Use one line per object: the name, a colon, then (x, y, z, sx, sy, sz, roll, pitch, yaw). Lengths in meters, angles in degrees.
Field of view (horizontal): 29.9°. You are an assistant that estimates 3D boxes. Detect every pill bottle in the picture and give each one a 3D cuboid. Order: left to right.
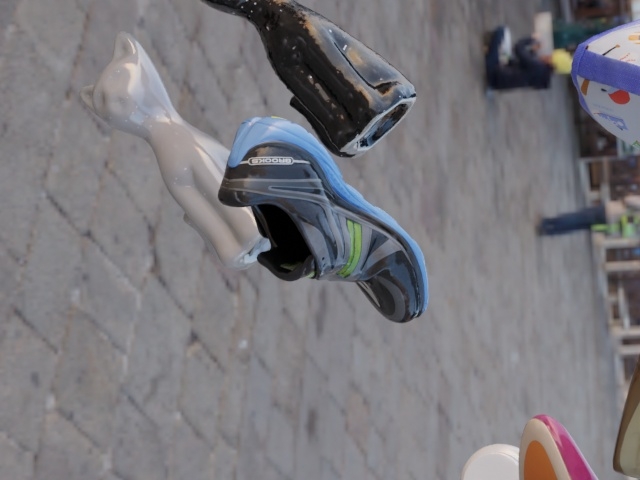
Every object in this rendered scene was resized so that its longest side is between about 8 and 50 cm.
pill bottle: (0.261, 0.349, 1.699, 0.208, 0.117, 0.118, 37, 52, -70)

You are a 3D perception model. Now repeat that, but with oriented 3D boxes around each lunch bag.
lunch bag: (0.588, -0.183, 1.704, 0.385, 0.328, 0.239, 13, 102, -35)

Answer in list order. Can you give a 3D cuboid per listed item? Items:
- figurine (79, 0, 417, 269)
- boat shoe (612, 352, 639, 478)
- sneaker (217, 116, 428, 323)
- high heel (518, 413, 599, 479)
figurine: (-0.070, -0.113, 0.924, 0.209, 0.215, 0.092, 48, 21, 8)
boat shoe: (0.293, 0.060, 0.823, 0.123, 0.123, 0.342, -51, 153, -43)
sneaker: (0.000, 0.000, 0.758, 0.188, 0.067, 0.078, 43, 68, -38)
high heel: (0.245, 0.243, 0.977, 0.082, 0.117, 0.244, -27, -96, 62)
